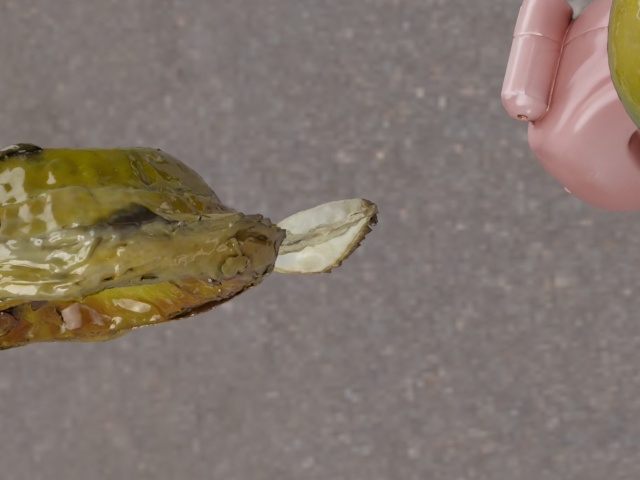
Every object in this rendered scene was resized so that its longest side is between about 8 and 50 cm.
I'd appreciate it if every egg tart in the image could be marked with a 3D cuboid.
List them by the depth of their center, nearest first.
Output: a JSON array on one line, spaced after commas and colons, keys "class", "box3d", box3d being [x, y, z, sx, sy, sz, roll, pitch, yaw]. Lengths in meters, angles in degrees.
[{"class": "egg tart", "box3d": [-0.167, 0.002, 1.179, 0.290, 0.290, 0.115, -19, 79, 52]}]

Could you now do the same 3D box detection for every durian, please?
[{"class": "durian", "box3d": [-0.003, -0.010, 1.376, 0.130, 0.066, 0.052, -19, 65, 33]}]

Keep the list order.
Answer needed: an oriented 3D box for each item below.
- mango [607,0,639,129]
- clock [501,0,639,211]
[{"class": "mango", "box3d": [0.229, -0.113, 1.040, 0.130, 0.195, 0.092, -39, 58, 5]}, {"class": "clock", "box3d": [0.302, -0.109, 1.499, 0.241, 0.227, 0.142, -3, 63, 36]}]
